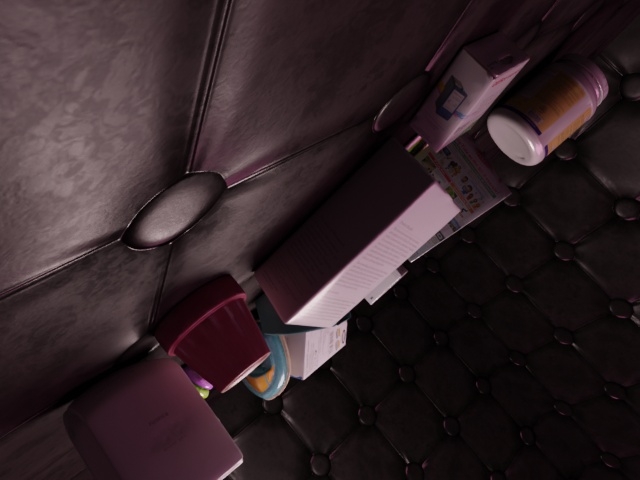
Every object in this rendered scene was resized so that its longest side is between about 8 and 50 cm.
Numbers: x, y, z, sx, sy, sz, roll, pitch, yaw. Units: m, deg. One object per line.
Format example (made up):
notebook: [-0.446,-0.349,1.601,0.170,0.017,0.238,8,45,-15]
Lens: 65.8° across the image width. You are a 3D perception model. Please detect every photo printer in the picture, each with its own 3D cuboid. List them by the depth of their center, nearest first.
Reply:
photo printer: [-0.334,0.391,0.988,0.107,0.308,0.256,-49,164,32]

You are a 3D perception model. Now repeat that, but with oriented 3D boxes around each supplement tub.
supplement tub: [0.766,-0.444,1.679,0.331,0.241,0.241,-41,169,0]

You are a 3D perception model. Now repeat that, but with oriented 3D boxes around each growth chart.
growth chart: [0.271,-0.256,1.293,0.172,0.021,0.237,-45,168,23]

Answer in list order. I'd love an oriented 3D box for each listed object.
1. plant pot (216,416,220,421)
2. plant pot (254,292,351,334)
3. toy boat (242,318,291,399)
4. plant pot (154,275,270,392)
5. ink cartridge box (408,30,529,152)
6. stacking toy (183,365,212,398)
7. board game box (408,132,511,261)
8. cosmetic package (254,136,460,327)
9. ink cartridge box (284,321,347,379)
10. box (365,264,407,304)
plant pot: [-0.495,0.664,1.744,0.212,0.236,0.236,-44,169,-12]
plant pot: [-0.059,0.188,1.455,0.234,0.166,0.165,-19,174,17]
toy boat: [-0.251,0.398,1.593,0.317,0.268,0.148,-11,-174,19]
plant pot: [-0.208,0.205,1.030,0.201,0.180,0.201,-40,170,-8]
ink cartridge box: [0.303,-0.304,1.018,0.154,0.093,0.212,-34,169,-35]
stacking toy: [-0.393,0.441,1.497,0.302,0.165,0.175,-55,-179,-9]
board game box: [0.305,-0.120,1.306,0.303,0.224,0.097,-39,170,32]
cosmetic package: [0.088,0.002,1.170,0.453,0.162,0.230,-43,152,13]
ink cartridge box: [-0.017,0.288,1.778,0.395,0.151,0.270,-20,116,-59]
box: [0.217,0.124,1.977,0.182,0.181,0.119,-46,170,22]
